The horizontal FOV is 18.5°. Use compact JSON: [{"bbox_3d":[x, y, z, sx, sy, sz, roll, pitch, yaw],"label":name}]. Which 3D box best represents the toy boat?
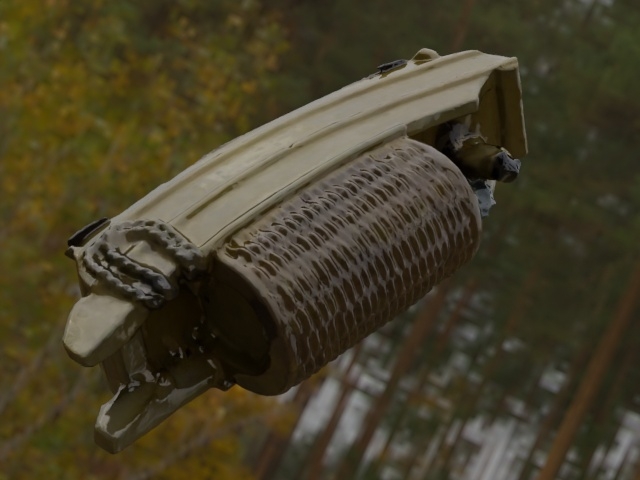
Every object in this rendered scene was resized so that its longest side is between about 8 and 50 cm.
[{"bbox_3d":[0.000,0.000,0.956,0.115,0.310,0.089,27,-45,41],"label":"toy boat"}]
